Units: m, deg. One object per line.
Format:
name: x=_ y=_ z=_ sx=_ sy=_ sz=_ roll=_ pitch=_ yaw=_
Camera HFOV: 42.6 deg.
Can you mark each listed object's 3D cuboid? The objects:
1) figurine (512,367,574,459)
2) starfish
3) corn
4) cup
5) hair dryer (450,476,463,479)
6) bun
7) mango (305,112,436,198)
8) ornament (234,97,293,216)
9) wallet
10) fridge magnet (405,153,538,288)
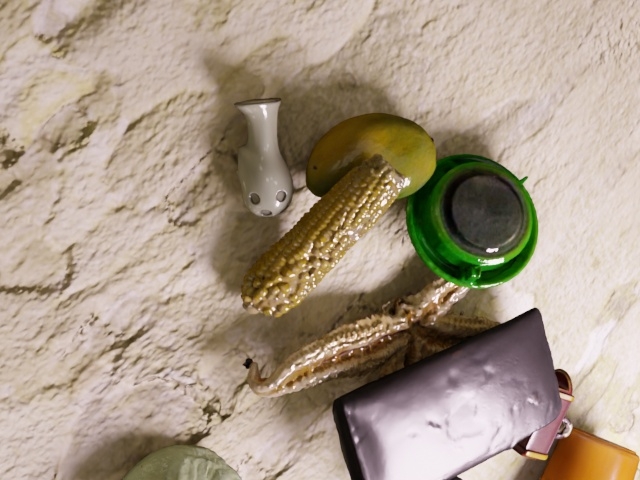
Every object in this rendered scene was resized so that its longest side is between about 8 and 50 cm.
figurine: x=0.379 y=0.288 z=1.361 sx=0.098 sy=0.082 sz=0.154 roll=25 pitch=92 yaw=-19
starfish: x=0.127 y=0.210 z=1.243 sx=0.432 sy=0.082 sz=0.323 roll=-32 pitch=113 yaw=-21
corn: x=0.000 y=0.000 z=1.113 sx=0.086 sy=0.086 sz=0.288 roll=37 pitch=108 yaw=-25
cup: x=0.443 y=0.465 z=1.402 sx=0.226 sy=0.182 sz=0.263 roll=27 pitch=83 yaw=-58
hair dryer: x=0.163 y=0.520 z=1.295 sx=0.078 sy=0.195 sz=0.248 roll=27 pitch=112 yaw=-12
bun: x=-0.194 y=0.388 z=1.140 sx=0.196 sy=0.118 sz=0.195 roll=-6 pitch=107 yaw=-21
mango: x=0.074 y=-0.117 z=1.151 sx=0.191 sy=0.085 sz=0.122 roll=-1 pitch=110 yaw=-22
ornament: x=-0.079 y=-0.109 z=1.102 sx=0.081 sy=0.075 sz=0.156 roll=0 pitch=105 yaw=22
wallet: x=0.204 y=0.249 z=1.218 sx=0.378 sy=0.051 sz=0.197 roll=-21 pitch=104 yaw=-21
fridge magnet: x=0.228 y=-0.032 z=1.211 sx=0.208 sy=0.088 sz=0.208 roll=3 pitch=74 yaw=-11
